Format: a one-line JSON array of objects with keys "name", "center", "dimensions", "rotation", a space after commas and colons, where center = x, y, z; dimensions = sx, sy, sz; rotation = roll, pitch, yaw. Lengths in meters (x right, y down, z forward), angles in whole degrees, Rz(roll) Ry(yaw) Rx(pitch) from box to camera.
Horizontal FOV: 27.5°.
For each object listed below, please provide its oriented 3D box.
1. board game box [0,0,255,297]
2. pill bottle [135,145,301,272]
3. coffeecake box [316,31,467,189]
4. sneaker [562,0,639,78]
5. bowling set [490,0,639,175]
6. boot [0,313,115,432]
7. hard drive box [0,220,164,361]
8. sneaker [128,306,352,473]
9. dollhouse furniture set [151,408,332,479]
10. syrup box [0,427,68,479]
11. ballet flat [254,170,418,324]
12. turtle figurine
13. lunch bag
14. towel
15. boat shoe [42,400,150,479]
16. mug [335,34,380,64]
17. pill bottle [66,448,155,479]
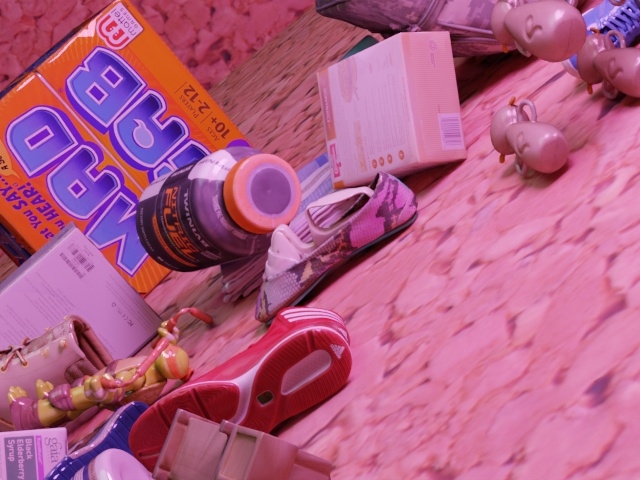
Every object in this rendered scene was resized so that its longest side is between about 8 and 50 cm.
[{"name": "board game box", "center": [-0.365, -0.118, 2.088], "dimensions": [0.356, 0.356, 0.356], "rotation": [-45, 16, -16]}, {"name": "pill bottle", "center": [-0.117, -0.039, 1.553], "dimensions": [0.130, 0.130, 0.245], "rotation": [-48, 16, -27]}, {"name": "coffeecake box", "center": [0.076, -0.143, 1.475], "dimensions": [0.068, 0.142, 0.185], "rotation": [-6, -4, -30]}, {"name": "sneaker", "center": [0.308, -0.226, 1.319], "dimensions": [0.152, 0.058, 0.084], "rotation": [-40, 5, -25]}, {"name": "bowling set", "center": [0.261, -0.203, 1.226], "dimensions": [0.199, 0.287, 0.154], "rotation": [0, 16, -15]}, {"name": "boot", "center": [-0.384, 0.142, 1.583], "dimensions": [0.203, 0.262, 0.095], "rotation": [-35, 23, 15]}, {"name": "hard drive box", "center": [-0.351, 0.118, 1.720], "dimensions": [0.232, 0.181, 0.089], "rotation": [-42, 14, -7]}, {"name": "sneaker", "center": [-0.065, 0.135, 1.195], "dimensions": [0.221, 0.087, 0.128], "rotation": [-25, 9, 10]}, {"name": "dollhouse furniture set", "center": [-0.059, 0.221, 0.943], "dimensions": [0.182, 0.101, 0.161], "rotation": [-3, 64, 66]}, {"name": "syrup box", "center": [-0.365, 0.266, 1.428], "dimensions": [0.096, 0.093, 0.237], "rotation": [1, -14, -36]}, {"name": "ballet flat", "center": [0.000, 0.000, 1.388], "dimensions": [0.221, 0.079, 0.077], "rotation": [-36, 16, 17]}, {"name": "turtle figurine", "center": [-0.226, 0.158, 1.473], "dimensions": [0.217, 0.087, 0.269], "rotation": [-20, 8, 17]}, {"name": "lunch bag", "center": [0.158, -0.330, 1.622], "dimensions": [0.305, 0.256, 0.213], "rotation": [-157, 87, -76]}, {"name": "towel", "center": [-0.049, -0.028, 1.684], "dimensions": [0.209, 0.034, 0.285], "rotation": [-38, 15, 5]}, {"name": "boat shoe", "center": [-0.235, 0.239, 1.328], "dimensions": [0.066, 0.066, 0.183], "rotation": [-33, 6, 42]}, {"name": "mug", "center": [0.067, -0.177, 1.626], "dimensions": [0.097, 0.129, 0.158], "rotation": [-43, 3, 2]}, {"name": "pill bottle", "center": [-0.218, 0.265, 1.130], "dimensions": [0.169, 0.094, 0.094], "rotation": [-38, 15, 8]}]
